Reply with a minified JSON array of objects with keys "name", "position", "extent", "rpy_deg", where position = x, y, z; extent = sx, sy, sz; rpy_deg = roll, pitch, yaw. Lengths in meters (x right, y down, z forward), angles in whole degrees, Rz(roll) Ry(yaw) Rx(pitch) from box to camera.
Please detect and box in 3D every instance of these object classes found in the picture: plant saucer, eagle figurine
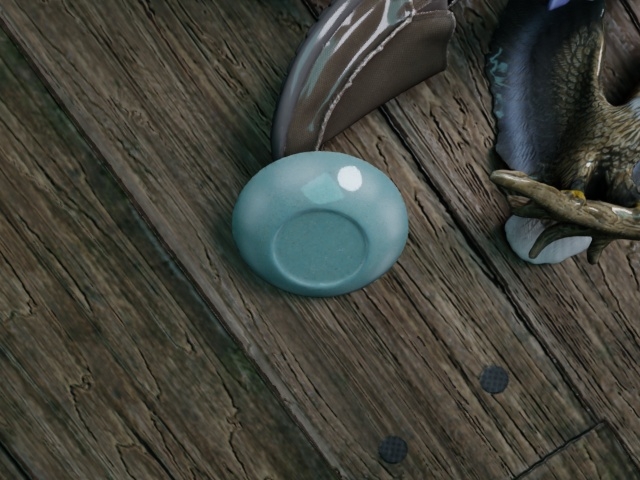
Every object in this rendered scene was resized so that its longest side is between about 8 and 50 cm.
[{"name":"plant saucer","position":[0.000,0.000,0.512],"extent":[0.195,0.037,0.194],"rpy_deg":[-1,125,-1]},{"name":"eagle figurine","position":[0.303,-0.129,0.507],"extent":[0.226,0.225,0.298],"rpy_deg":[44,51,-40]}]

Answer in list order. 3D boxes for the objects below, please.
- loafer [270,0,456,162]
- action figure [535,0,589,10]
[{"name":"loafer","position":[0.078,-0.215,0.499],"extent":[0.130,0.134,0.365],"rpy_deg":[35,92,-3]},{"name":"action figure","position":[0.256,-0.326,0.392],"extent":[0.330,0.178,0.341],"rpy_deg":[41,55,13]}]
